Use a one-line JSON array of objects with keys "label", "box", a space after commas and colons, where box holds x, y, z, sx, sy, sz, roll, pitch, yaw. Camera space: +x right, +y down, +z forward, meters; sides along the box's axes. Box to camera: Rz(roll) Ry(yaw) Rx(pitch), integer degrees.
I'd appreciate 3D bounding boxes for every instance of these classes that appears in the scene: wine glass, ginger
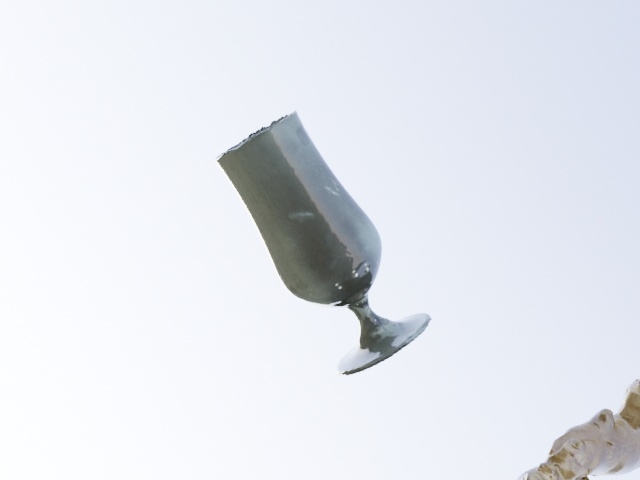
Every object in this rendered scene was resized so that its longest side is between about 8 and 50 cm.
[{"label": "wine glass", "box": [0.000, 0.000, 1.066, 0.103, 0.103, 0.231, -22, -79, 54]}, {"label": "ginger", "box": [0.219, 0.200, 1.000, 0.052, 0.176, 0.193, 37, -74, 31]}]
